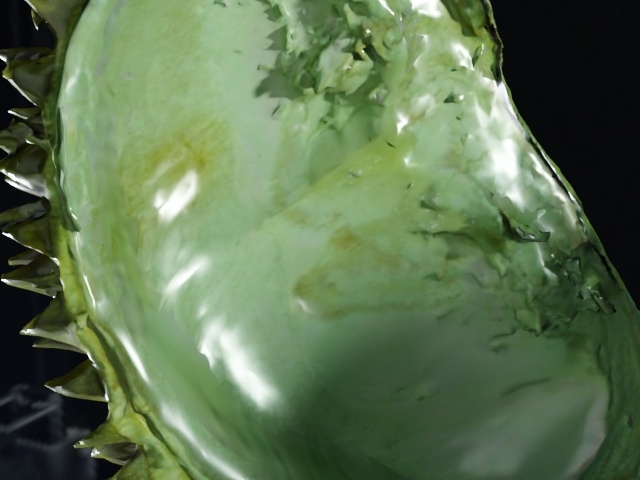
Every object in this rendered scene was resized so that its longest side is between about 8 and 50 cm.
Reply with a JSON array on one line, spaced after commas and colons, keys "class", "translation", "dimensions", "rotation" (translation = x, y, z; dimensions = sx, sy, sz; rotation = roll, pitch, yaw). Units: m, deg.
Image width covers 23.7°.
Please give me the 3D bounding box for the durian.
[{"class": "durian", "translation": [-0.003, 0.006, 0.592], "dimensions": [0.198, 0.163, 0.394], "rotation": [-15, -66, 23]}]
